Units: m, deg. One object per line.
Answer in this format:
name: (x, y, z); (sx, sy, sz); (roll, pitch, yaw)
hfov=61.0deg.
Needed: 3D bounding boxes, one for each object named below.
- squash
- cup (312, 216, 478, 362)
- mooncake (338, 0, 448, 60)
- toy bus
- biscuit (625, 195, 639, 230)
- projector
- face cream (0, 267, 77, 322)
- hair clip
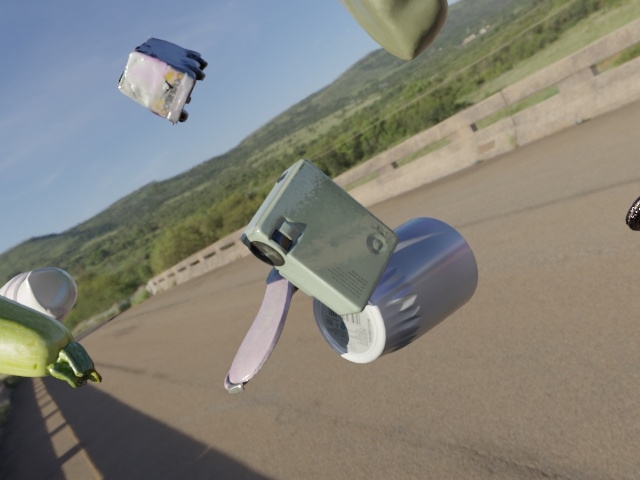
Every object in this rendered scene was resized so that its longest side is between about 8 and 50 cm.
squash: (-0.326, 0.104, 0.549); (0.094, 0.224, 0.094); (15, -90, -88)
cup: (0.175, 0.113, 1.273); (0.372, 0.253, 0.253); (-26, 3, -41)
mooncake: (0.118, -0.453, 0.984); (0.135, 0.275, 0.275); (-42, 6, 13)
toy bus: (-0.301, -0.321, 1.052); (0.112, 0.138, 0.317); (-61, 20, 16)
biscuit: (0.567, -0.055, 0.939); (0.087, 0.089, 0.027); (-33, 48, 1)
projector: (0.000, 0.000, 1.028); (0.099, 0.257, 0.192); (-25, 30, 57)
face cream: (-0.495, 0.117, 0.901); (0.346, 0.102, 0.102); (-21, 13, 43)
hair clip: (-0.107, 0.166, 1.160); (0.110, 0.095, 0.358); (5, 40, 18)
